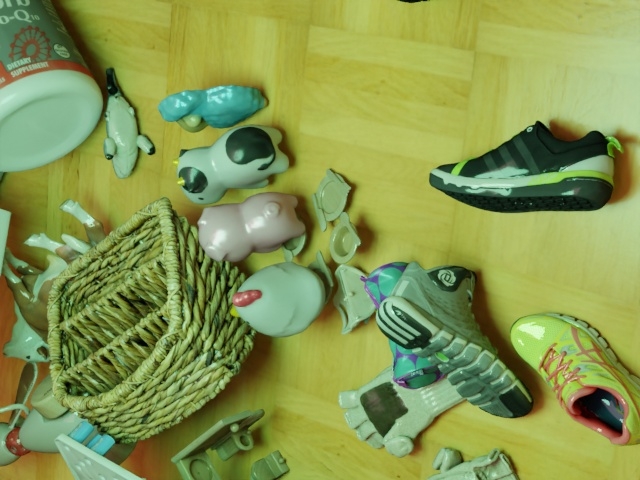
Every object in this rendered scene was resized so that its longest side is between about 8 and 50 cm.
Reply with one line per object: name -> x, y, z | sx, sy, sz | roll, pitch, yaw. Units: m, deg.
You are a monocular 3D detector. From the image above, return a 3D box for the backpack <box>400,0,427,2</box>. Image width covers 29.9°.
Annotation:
backpack -> 0.078, -0.352, 1.372 | 0.117, 0.173, 0.158 | 3, 101, 37

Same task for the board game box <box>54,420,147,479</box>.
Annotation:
board game box -> -0.163, 0.447, 1.666 | 0.390, 0.050, 0.390 | 20, 142, 33

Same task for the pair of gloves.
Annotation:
pair of gloves -> 0.138, 0.269, 1.525 | 0.204, 0.042, 0.240 | -28, 82, 37

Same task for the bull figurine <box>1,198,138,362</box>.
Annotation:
bull figurine -> -0.412, 0.072, 1.861 | 0.310, 0.101, 0.188 | -32, 111, 30

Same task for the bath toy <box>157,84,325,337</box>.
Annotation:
bath toy -> -0.108, -0.034, 1.569 | 0.151, 0.129, 0.348 | -33, 68, 37

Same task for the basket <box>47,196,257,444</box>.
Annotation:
basket -> -0.258, 0.128, 1.649 | 0.299, 0.213, 0.223 | -31, 113, 37

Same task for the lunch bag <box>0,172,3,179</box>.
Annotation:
lunch bag -> -0.638, -0.131, 1.924 | 0.169, 0.235, 0.287 | 42, 123, 34

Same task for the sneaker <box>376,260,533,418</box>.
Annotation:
sneaker -> 0.182, 0.104, 1.435 | 0.229, 0.132, 0.086 | 39, 143, -15

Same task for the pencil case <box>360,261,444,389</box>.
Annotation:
pencil case -> 0.103, 0.105, 1.488 | 0.064, 0.070, 0.151 | 87, 168, -68

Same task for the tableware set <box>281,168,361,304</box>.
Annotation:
tableware set -> 0.000, 0.000, 1.571 | 0.168, 0.020, 0.141 | -53, 46, 33

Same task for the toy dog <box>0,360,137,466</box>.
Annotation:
toy dog -> -0.406, 0.259, 1.866 | 0.334, 0.161, 0.220 | 2, 129, 32

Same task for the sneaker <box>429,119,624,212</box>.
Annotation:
sneaker -> 0.237, -0.087, 1.376 | 0.235, 0.084, 0.097 | 3, 76, 36

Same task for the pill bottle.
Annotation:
pill bottle -> -0.490, -0.299, 1.791 | 0.210, 0.210, 0.363 | -47, 64, 34

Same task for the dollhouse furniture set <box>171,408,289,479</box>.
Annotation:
dollhouse furniture set -> -0.086, 0.319, 1.641 | 0.123, 0.144, 0.151 | -42, 71, 36

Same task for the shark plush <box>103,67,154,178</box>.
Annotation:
shark plush -> -0.309, -0.174, 1.784 | 0.161, 0.073, 0.067 | 68, 158, 1

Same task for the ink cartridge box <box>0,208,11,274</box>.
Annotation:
ink cartridge box -> -0.575, 0.089, 1.793 | 0.207, 0.117, 0.283 | -16, 62, 48

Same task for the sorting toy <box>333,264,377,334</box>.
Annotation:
sorting toy -> 0.039, 0.085, 1.569 | 0.075, 0.045, 0.083 | -50, 47, 48

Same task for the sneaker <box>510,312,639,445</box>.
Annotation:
sneaker -> 0.292, 0.155, 1.351 | 0.208, 0.094, 0.081 | 38, 121, 28
